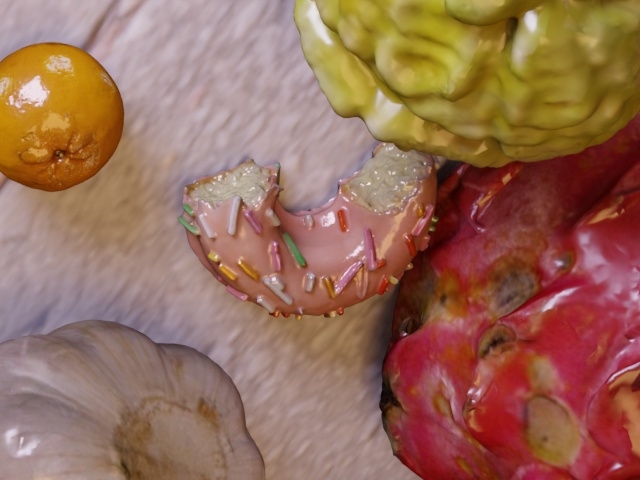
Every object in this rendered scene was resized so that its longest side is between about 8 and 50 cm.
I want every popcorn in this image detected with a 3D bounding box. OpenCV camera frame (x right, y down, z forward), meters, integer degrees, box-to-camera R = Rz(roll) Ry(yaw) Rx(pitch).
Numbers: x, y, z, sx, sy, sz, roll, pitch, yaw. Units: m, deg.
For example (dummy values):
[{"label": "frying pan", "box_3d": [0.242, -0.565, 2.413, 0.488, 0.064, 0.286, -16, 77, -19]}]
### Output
[{"label": "popcorn", "box_3d": [0.092, -0.153, 0.795, 0.212, 0.259, 0.259, -33, 128, 29]}]

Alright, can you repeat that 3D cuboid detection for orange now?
[{"label": "orange", "box_3d": [-0.147, -0.068, 0.822, 0.083, 0.070, 0.083, -11, 125, -16]}]

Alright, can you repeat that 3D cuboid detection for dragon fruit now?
[{"label": "dragon fruit", "box_3d": [0.246, 0.086, 0.972, 0.386, 0.249, 0.371, 32, 107, -30]}]

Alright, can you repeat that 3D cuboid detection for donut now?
[{"label": "donut", "box_3d": [0.000, 0.000, 0.922, 0.166, 0.065, 0.117, -14, 121, -13]}]

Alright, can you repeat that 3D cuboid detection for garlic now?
[{"label": "garlic", "box_3d": [-0.155, 0.165, 0.900, 0.218, 0.218, 0.212, 30, 137, -32]}]
